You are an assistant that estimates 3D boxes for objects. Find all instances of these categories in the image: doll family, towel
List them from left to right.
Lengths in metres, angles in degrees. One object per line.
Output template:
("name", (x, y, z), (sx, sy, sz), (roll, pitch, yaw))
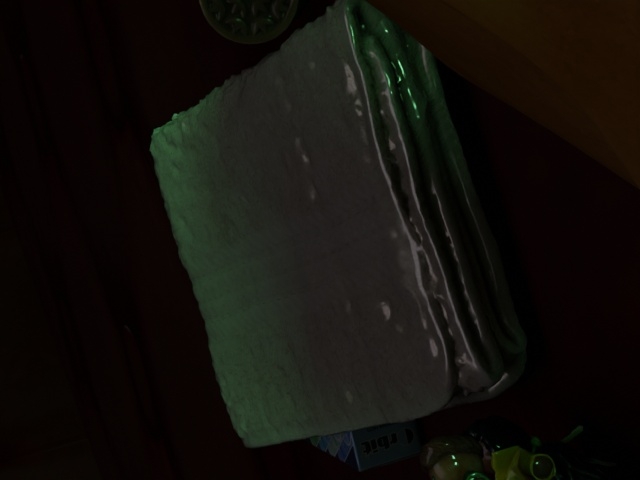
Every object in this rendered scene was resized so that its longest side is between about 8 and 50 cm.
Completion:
("towel", (0.000, 0.000, 0.845), (0.282, 0.049, 0.187), (-21, 85, 63))
("doll family", (0.080, 0.127, 0.711), (0.193, 0.076, 0.111), (93, 152, -60))

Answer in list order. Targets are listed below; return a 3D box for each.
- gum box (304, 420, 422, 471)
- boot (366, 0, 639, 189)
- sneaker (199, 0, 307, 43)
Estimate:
("gum box", (-0.003, 0.027, 0.995), (0.157, 0.041, 0.184), (-176, 72, -75))
("boot", (0.040, -0.063, 0.355), (0.104, 0.211, 0.295), (-67, 21, 11))
("sneaker", (-0.026, -0.188, 0.803), (0.086, 0.064, 0.192), (-48, -40, -77))
